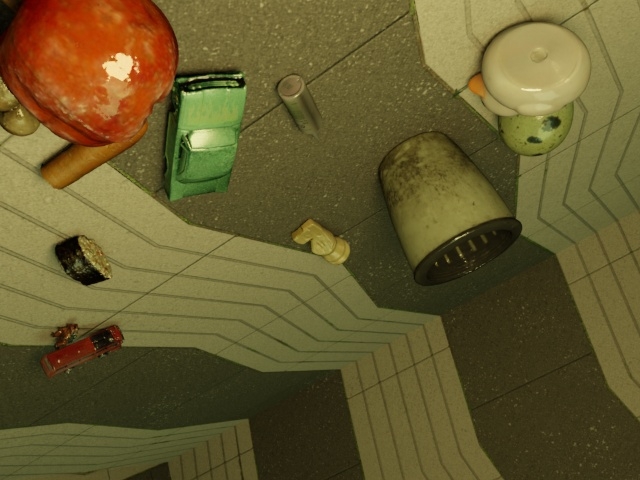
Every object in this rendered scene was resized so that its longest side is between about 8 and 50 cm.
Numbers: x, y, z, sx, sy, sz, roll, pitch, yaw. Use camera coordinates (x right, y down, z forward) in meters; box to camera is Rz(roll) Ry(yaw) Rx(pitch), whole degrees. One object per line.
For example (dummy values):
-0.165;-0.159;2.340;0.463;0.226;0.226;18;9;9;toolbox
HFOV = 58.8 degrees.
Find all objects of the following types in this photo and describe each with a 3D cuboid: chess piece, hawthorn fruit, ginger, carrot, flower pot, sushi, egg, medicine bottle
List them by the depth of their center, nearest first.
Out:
-0.333;-0.262;0.762;0.241;0.242;0.271;-36;128;24;hawthorn fruit
-0.473;-0.233;0.830;0.104;0.080;0.204;-1;153;8;ginger
-0.402;-0.170;1.026;0.225;0.067;0.067;-29;154;13;carrot
-0.031;-0.261;1.175;0.057;0.058;0.199;-26;155;5;medicine bottle
-0.537;0.049;1.302;0.078;0.091;0.150;-26;153;-6;sushi
0.540;-0.317;1.416;0.176;0.177;0.228;-15;143;-18;egg
0.308;-0.089;1.477;0.293;0.330;0.294;-19;152;-11;flower pot
0.000;0.000;1.689;0.090;0.090;0.200;-33;142;19;chess piece

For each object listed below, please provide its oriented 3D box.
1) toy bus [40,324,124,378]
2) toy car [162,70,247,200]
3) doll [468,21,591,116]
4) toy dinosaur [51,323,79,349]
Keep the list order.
-0.684;0.319;1.649;0.234;0.074;0.096;-23;170;-43;toy bus
-0.222;-0.188;1.104;0.141;0.097;0.321;-12;152;-25;toy car
0.457;-0.357;1.260;0.250;0.221;0.221;-1;158;14;doll
-0.727;0.273;1.614;0.055;0.049;0.154;-8;154;-50;toy dinosaur
